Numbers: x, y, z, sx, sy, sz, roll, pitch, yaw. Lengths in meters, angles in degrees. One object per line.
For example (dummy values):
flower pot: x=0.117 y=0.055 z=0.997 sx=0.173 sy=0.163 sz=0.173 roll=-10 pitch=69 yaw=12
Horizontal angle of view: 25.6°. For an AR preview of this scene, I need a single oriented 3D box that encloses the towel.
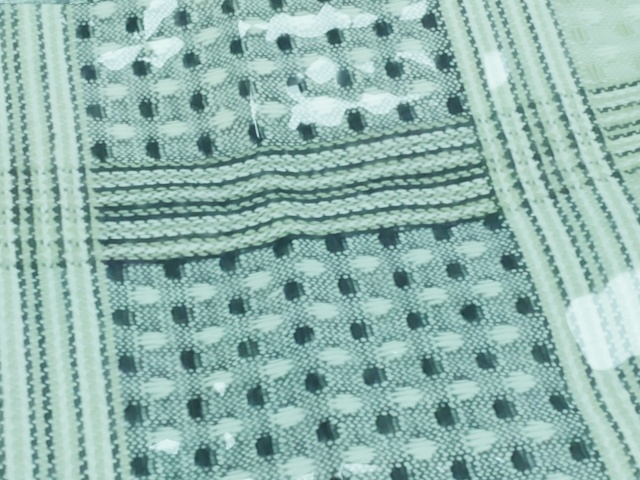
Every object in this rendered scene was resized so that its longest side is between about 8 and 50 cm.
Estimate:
towel: x=0.000 y=0.000 z=0.432 sx=0.312 sy=0.056 sz=0.324 roll=-8 pitch=52 yaw=-3
